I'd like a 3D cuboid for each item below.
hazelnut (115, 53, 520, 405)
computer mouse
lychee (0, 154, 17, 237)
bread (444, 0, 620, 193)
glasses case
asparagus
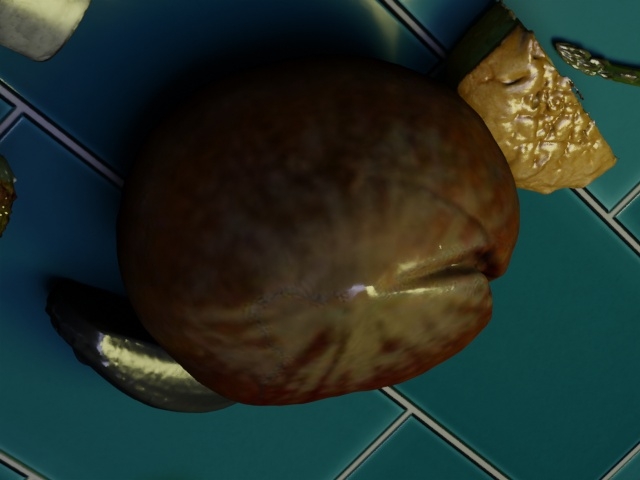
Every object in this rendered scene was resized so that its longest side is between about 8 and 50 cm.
[{"bbox_3d":[0.000,0.000,1.819,0.409,0.359,0.359,-11,125,0],"label":"hazelnut"},{"bbox_3d":[-0.186,0.129,1.944,0.269,0.137,0.086,21,103,-34],"label":"computer mouse"},{"bbox_3d":[-0.382,-0.036,1.746,0.171,0.171,0.171,-11,124,-17],"label":"lychee"},{"bbox_3d":[0.215,-0.141,1.962,0.139,0.143,0.229,-33,125,12],"label":"bread"},{"bbox_3d":[-0.347,-0.266,1.648,0.299,0.060,0.114,24,101,-42],"label":"glasses case"},{"bbox_3d":[0.361,-0.192,2.054,0.236,0.027,0.034,8,111,-27],"label":"asparagus"}]
